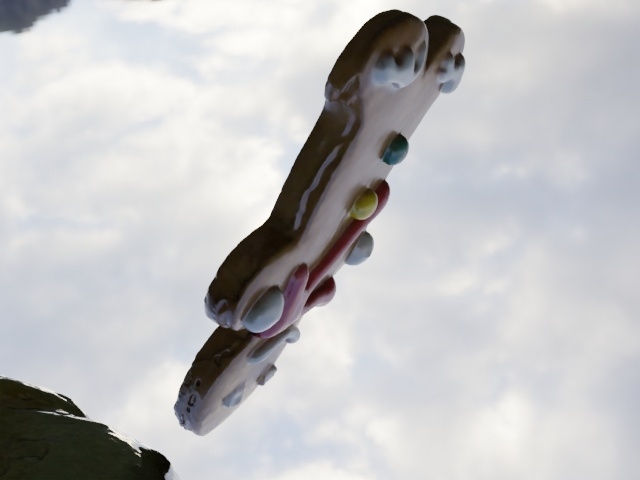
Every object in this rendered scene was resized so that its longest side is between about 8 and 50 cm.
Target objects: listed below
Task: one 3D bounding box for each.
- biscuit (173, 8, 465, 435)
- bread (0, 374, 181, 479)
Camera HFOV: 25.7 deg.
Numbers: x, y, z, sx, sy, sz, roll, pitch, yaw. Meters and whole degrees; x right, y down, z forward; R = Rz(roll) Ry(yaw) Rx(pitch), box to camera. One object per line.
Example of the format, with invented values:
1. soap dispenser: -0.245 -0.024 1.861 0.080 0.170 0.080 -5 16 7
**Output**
1. biscuit: 0.000 0.000 0.941 0.047 0.339 0.216 35 -162 14
2. bread: -0.217 0.198 0.738 0.301 0.210 0.341 7 -166 -15
